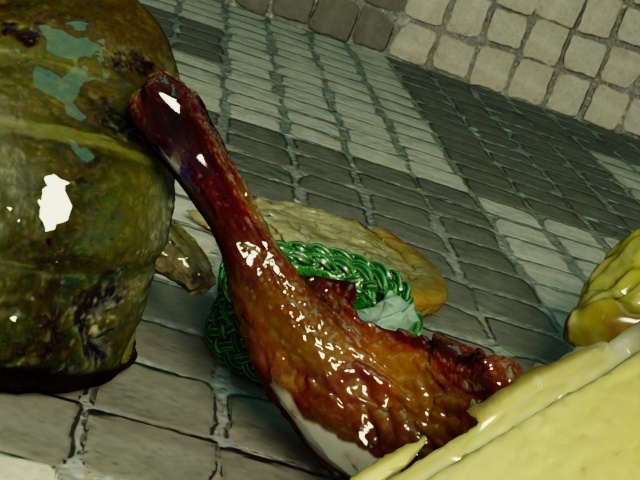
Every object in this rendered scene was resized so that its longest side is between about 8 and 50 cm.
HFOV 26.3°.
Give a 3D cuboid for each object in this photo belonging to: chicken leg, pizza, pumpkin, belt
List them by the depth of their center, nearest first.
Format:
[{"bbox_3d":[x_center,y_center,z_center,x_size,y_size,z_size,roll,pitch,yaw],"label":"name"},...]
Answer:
[{"bbox_3d":[0.023,0.068,0.790,0.407,0.158,0.096,44,46,4],"label":"chicken leg"},{"bbox_3d":[-0.166,-0.055,0.892,0.242,0.232,0.325,18,19,-15],"label":"pumpkin"},{"bbox_3d":[-0.006,0.061,0.971,0.151,0.079,0.121,3,30,-17],"label":"belt"},{"bbox_3d":[0.000,0.000,1.247,0.262,0.034,0.181,23,17,15],"label":"pizza"}]

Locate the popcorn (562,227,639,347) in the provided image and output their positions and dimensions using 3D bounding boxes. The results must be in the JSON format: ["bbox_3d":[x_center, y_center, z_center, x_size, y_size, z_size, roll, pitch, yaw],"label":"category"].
[{"bbox_3d":[0.309,0.079,1.067,0.251,0.206,0.237,-8,44,-36],"label":"popcorn"}]

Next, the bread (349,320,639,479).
[{"bbox_3d":[0.046,0.164,0.419,0.405,0.242,0.346,11,11,-35],"label":"bread"}]
